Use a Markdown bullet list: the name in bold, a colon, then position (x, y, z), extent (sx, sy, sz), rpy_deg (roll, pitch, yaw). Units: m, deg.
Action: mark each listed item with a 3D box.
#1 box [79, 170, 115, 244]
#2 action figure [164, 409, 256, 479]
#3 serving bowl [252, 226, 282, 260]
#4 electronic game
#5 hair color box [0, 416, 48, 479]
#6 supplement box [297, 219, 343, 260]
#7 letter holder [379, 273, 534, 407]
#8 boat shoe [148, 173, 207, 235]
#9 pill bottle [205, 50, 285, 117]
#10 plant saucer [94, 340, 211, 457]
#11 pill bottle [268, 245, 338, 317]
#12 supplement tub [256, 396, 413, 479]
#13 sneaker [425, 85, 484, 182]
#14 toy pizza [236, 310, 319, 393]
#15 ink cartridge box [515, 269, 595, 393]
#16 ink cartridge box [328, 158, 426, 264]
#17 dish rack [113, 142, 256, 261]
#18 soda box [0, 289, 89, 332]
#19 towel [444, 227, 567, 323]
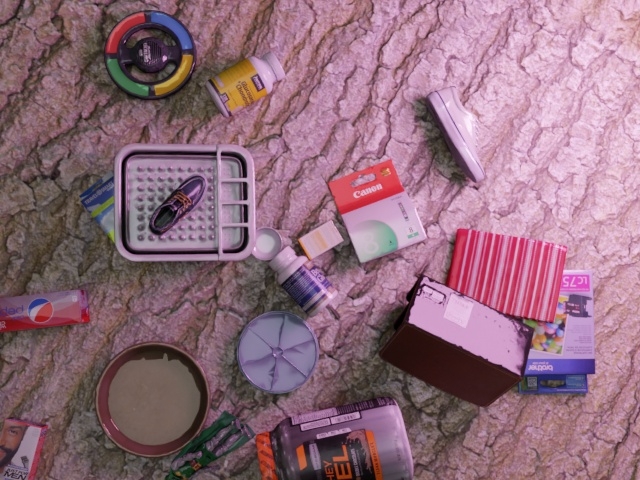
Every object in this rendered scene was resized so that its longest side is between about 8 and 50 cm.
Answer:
- **box**: position (-0.503, -0.075, 1.856), extent (0.109, 0.042, 0.178), rpy_deg (-39, 89, -5)
- **action figure**: position (-0.277, 0.511, 1.798), extent (0.232, 0.063, 0.137), rpy_deg (-38, 127, 2)
- **serving bowl**: position (-0.136, 0.008, 1.874), extent (0.083, 0.027, 0.083), rpy_deg (0, 86, -3)
- **electronic game**: position (-0.426, -0.464, 1.888), extent (0.229, 0.048, 0.229), rpy_deg (0, 86, -3)
- **hair color box**: position (-0.720, 0.514, 1.792), extent (0.093, 0.053, 0.167), rpy_deg (13, 84, -1)
- **supplement box**: position (0.000, 0.000, 1.877), extent (0.098, 0.036, 0.062), rpy_deg (-30, 87, -5)
- **letter holder**: position (0.322, 0.252, 1.831), extent (0.302, 0.214, 0.152), rpy_deg (26, 53, 0)
- **boat shoe**: position (-0.325, -0.085, 1.749), extent (0.065, 0.083, 0.183), rpy_deg (41, 77, -7)
- **pill bottle**: position (-0.184, -0.390, 1.866), extent (0.184, 0.103, 0.103), rpy_deg (-32, 88, -4)
- **plant saucer**: position (-0.403, 0.382, 1.825), extent (0.278, 0.041, 0.278), rpy_deg (0, 86, -3)
- **pill bottle**: position (-0.045, 0.097, 1.838), extent (0.094, 0.094, 0.169), rpy_deg (-43, 89, -5)
- **supplement tub**: position (0.031, 0.495, 1.754), extent (0.338, 0.207, 0.207), rpy_deg (-12, 86, -3)
- **sneaker**: position (0.359, -0.271, 1.887), extent (0.091, 0.094, 0.258), rpy_deg (-26, 86, 0)
- **toy pizza**: position (-0.104, 0.273, 1.852), extent (0.201, 0.032, 0.201), rpy_deg (0, 86, -4)
- **ink cartridge box**: position (0.583, 0.227, 1.877), extent (0.186, 0.065, 0.311), rpy_deg (1, 87, -2)
- **ink cartridge box**: position (0.141, -0.074, 1.883), extent (0.181, 0.056, 0.224), rpy_deg (-21, 88, -5)
- **dish rack**: position (-0.328, -0.089, 1.828), extent (0.333, 0.072, 0.285), rpy_deg (0, 86, -14)
- **soda box**: position (-0.695, 0.171, 1.801), extent (0.263, 0.092, 0.083), rpy_deg (-7, 87, -3)
- **towel**: position (0.450, 0.085, 1.857), extent (0.275, 0.031, 0.199), rpy_deg (10, 84, 16)
